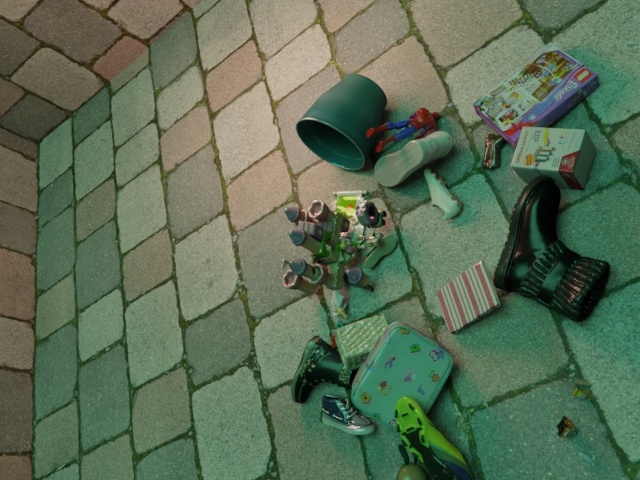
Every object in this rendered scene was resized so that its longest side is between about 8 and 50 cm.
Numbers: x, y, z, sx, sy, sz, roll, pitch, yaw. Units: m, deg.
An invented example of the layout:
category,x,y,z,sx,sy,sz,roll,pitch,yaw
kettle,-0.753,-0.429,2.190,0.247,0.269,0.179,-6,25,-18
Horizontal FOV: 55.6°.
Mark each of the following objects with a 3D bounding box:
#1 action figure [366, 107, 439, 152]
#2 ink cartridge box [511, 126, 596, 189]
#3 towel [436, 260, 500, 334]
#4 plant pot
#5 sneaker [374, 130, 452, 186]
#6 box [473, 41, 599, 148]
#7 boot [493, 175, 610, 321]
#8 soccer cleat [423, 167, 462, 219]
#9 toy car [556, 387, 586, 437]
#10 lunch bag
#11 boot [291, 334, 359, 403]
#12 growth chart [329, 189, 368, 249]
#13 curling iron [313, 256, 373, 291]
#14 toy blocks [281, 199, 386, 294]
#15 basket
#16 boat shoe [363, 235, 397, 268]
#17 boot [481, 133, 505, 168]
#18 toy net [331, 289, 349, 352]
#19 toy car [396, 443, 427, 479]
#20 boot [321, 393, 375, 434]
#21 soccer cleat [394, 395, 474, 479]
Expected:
category,x,y,z,sx,sy,sz,roll,pitch,yaw
action figure,0.268,-0.354,1.988,0.091,0.281,0.139,60,155,9
ink cartridge box,0.642,-0.229,1.677,0.176,0.127,0.128,12,80,41
towel,0.416,0.163,1.715,0.197,0.029,0.144,-44,47,41
plant pot,0.095,-0.426,2.101,0.272,0.271,0.255,18,69,40
sneaker,0.308,-0.264,1.971,0.293,0.169,0.108,-24,89,62
box,0.629,-0.427,1.788,0.293,0.057,0.200,-39,52,7
boot,0.627,0.016,1.581,0.260,0.131,0.347,20,95,47
soccer cleat,0.366,-0.149,1.897,0.076,0.068,0.196,-46,52,23
toy car,0.618,0.426,1.475,0.041,0.060,0.122,27,96,9
lunch bag,0.229,0.387,1.700,0.224,0.108,0.279,30,95,0
boot,0.014,0.438,1.906,0.179,0.085,0.236,24,104,26
growth chart,0.092,-0.071,2.102,0.172,0.021,0.237,-9,66,36
curling iron,0.073,0.105,2.033,0.274,0.035,0.068,32,92,41
toy blocks,0.000,0.000,1.926,0.309,0.260,0.288,-10,62,39
basket,0.136,0.301,1.815,0.167,0.103,0.113,-17,57,-5
boat shoe,0.191,0.034,1.968,0.137,0.049,0.043,-46,13,10
boot,0.542,-0.268,1.831,0.107,0.037,0.114,-2,71,41
toy net,0.073,0.269,1.966,0.122,0.045,0.232,-54,39,46
toy car,0.228,0.650,1.623,0.149,0.155,0.188,-16,53,32
boot,0.077,0.519,1.820,0.190,0.069,0.085,1,100,38
soccer cleat,0.298,0.541,1.603,0.093,0.121,0.289,-46,66,29
